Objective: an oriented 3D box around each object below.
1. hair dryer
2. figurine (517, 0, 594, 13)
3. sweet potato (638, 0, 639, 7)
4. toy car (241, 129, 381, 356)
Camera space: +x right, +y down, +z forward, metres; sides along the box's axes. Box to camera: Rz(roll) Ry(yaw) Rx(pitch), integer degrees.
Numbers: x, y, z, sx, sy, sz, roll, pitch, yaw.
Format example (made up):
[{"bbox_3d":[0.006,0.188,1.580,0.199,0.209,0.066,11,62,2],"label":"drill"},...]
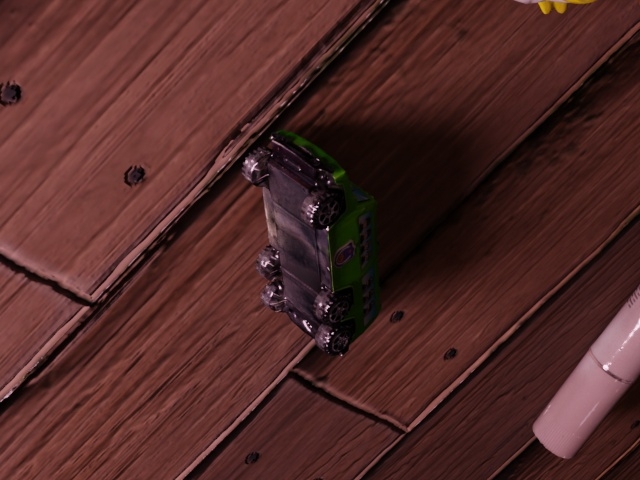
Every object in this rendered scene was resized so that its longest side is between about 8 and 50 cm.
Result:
[{"bbox_3d":[0.335,0.130,1.027,0.220,0.053,0.195,5,125,-46],"label":"hair dryer"},{"bbox_3d":[0.159,-0.213,0.566,0.178,0.109,0.129,-52,163,15],"label":"figurine"},{"bbox_3d":[0.326,-0.123,0.746,0.109,0.109,0.385,-46,139,8],"label":"sweet potato"},{"bbox_3d":[0.000,0.000,0.650,0.062,0.071,0.165,-35,141,-27],"label":"toy car"}]
